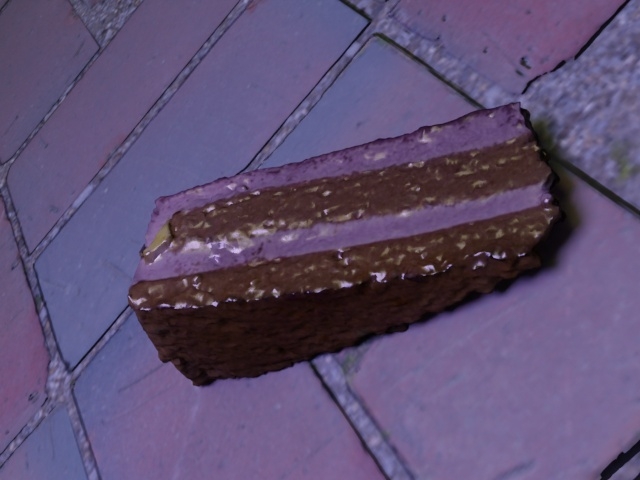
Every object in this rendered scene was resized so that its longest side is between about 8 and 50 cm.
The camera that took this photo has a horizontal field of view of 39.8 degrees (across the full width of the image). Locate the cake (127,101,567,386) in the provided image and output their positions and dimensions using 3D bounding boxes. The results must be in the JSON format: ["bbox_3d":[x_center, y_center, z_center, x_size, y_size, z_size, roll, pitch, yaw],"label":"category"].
[{"bbox_3d":[0.000,0.000,0.545,0.295,0.113,0.116,-20,52,27],"label":"cake"}]
